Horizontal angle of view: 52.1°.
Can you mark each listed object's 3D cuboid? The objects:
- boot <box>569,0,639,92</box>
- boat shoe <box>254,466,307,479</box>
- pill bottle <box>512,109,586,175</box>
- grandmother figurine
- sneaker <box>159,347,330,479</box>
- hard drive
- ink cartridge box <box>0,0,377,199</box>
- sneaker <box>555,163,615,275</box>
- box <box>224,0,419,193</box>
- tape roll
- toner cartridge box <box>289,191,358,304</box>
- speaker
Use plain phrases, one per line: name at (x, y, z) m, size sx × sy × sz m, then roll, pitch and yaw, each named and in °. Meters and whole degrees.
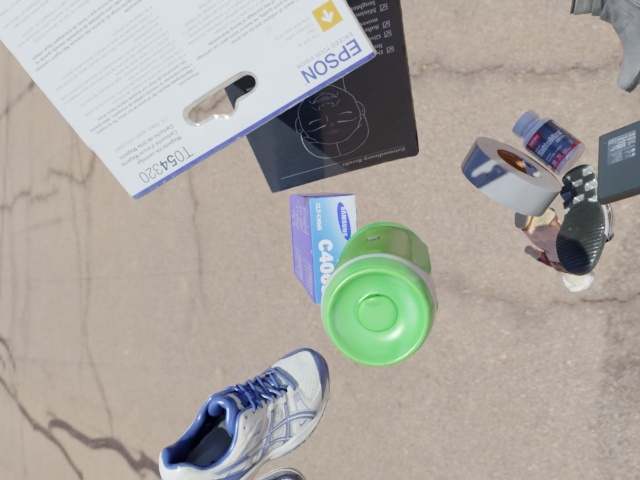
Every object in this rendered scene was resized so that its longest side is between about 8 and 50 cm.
boot at (0.709, -0.538, 1.580) m, size 0.223 × 0.118 × 0.338 m, roll 13°, pitch 124°, yaw 13°
boat shoe at (-0.138, 0.510, 1.089) m, size 0.127 × 0.340 × 0.158 m, roll 44°, pitch 154°, yaw 9°
pill bottle at (0.616, -0.271, 1.782) m, size 0.180 × 0.108 × 0.108 m, roll 45°, pitch 127°, yaw 22°
grandmother figurine at (0.693, 0.036, 1.874) m, size 0.104 × 0.342 × 0.208 m, roll -54°, pitch 34°, yaw -12°
sneaker at (-0.090, 0.240, 0.889) m, size 0.112 × 0.296 × 0.131 m, roll 22°, pitch 140°, yaw 30°
hard drive at (0.522, -0.134, 1.124) m, size 0.094 × 0.022 × 0.135 m, roll -21°, pitch 49°, yaw 52°
ink cartridge box at (-0.162, -0.248, 0.643) m, size 0.324 × 0.330 × 0.071 m, roll -26°, pitch 25°, yaw 21°
sneaker at (0.654, -0.027, 1.569) m, size 0.122 × 0.146 × 0.330 m, roll -22°, pitch 34°, yaw 42°
box at (-0.010, -0.306, 1.128) m, size 0.395 × 0.294 × 0.212 m, roll 70°, pitch -173°, yaw -55°
tape roll at (0.427, -0.146, 1.474) m, size 0.219 × 0.219 × 0.072 m, roll 52°, pitch 126°, yaw 37°
toner cartridge box at (0.000, 0.000, 1.140) m, size 0.348 × 0.075 × 0.165 m, roll -146°, pitch 51°, yaw -81°
speaker at (0.076, 0.054, 0.812) m, size 0.296 × 0.131 × 0.131 m, roll -54°, pitch -29°, yaw -78°
